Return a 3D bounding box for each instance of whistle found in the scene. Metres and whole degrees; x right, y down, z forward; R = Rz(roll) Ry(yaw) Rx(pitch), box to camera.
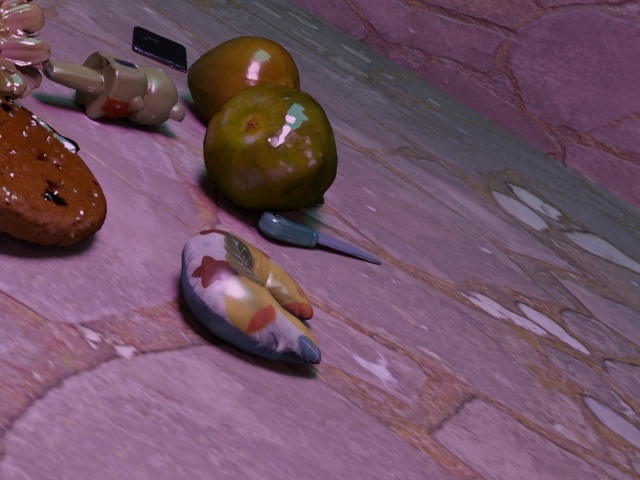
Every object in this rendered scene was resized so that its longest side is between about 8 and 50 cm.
[{"bbox_3d":[-0.354,-0.262,1.886,0.288,0.106,0.131,7,31,-48],"label":"whistle"}]

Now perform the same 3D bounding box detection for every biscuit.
[{"bbox_3d":[-0.405,-0.093,1.404,0.296,0.075,0.296,38,17,-14],"label":"biscuit"}]

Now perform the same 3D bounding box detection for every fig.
[{"bbox_3d":[-0.087,-0.129,1.852,0.233,0.233,0.314,30,-24,6],"label":"fig"},{"bbox_3d":[-0.147,-0.292,2.128,0.207,0.207,0.230,12,-8,-38],"label":"fig"}]

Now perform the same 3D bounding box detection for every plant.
[{"bbox_3d":[-0.549,-0.348,1.599,0.297,0.261,0.305,18,55,1],"label":"plant"}]

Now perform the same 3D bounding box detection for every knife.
[{"bbox_3d":[-0.001,-0.001,1.827,0.260,0.034,0.063,19,14,-41],"label":"knife"}]

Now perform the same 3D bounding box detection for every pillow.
[{"bbox_3d":[-0.093,0.074,1.451,0.214,0.086,0.233,33,15,-17],"label":"pillow"}]

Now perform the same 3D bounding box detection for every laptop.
[{"bbox_3d":[-0.358,-0.429,2.431,0.129,0.016,0.180,20,22,-18],"label":"laptop"}]

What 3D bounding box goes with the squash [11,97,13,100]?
[{"bbox_3d":[-0.555,-0.273,1.741,0.183,0.052,0.052,31,20,17],"label":"squash"}]
